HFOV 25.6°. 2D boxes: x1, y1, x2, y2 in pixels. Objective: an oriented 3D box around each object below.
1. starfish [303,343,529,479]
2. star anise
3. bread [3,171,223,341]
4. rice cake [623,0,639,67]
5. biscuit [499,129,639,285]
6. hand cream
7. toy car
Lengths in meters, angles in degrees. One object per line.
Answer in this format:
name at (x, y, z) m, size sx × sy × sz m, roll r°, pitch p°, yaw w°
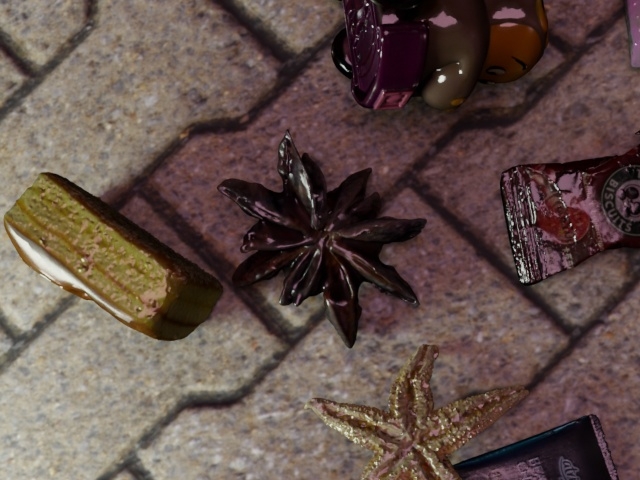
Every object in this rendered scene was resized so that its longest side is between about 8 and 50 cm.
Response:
starfish at (0.135, 0.231, 1.660) m, size 0.295 × 0.048 × 0.231 m, roll 36°, pitch 74°, yaw 25°
star anise at (0.004, -0.002, 1.726) m, size 0.282 × 0.129 × 0.212 m, roll 27°, pitch 91°, yaw 4°
bread at (-0.253, 0.028, 1.724) m, size 0.234 × 0.184 × 0.110 m, roll 34°, pitch 90°, yaw 14°
rice cake at (0.397, -0.390, 1.766) m, size 0.072 × 0.056 × 0.365 m, roll -8°, pitch 79°, yaw 5°
biscuit at (0.339, -0.045, 1.709) m, size 0.235 × 0.063 × 0.151 m, roll -15°, pitch 89°, yaw 1°
hand cream at (0.220, 0.301, 1.674) m, size 0.270 × 0.061 × 0.120 m, roll -16°, pitch 72°, yaw -2°
toy car at (0.135, -0.323, 1.707) m, size 0.240 × 0.271 × 0.341 m, roll -6°, pitch 78°, yaw -11°
